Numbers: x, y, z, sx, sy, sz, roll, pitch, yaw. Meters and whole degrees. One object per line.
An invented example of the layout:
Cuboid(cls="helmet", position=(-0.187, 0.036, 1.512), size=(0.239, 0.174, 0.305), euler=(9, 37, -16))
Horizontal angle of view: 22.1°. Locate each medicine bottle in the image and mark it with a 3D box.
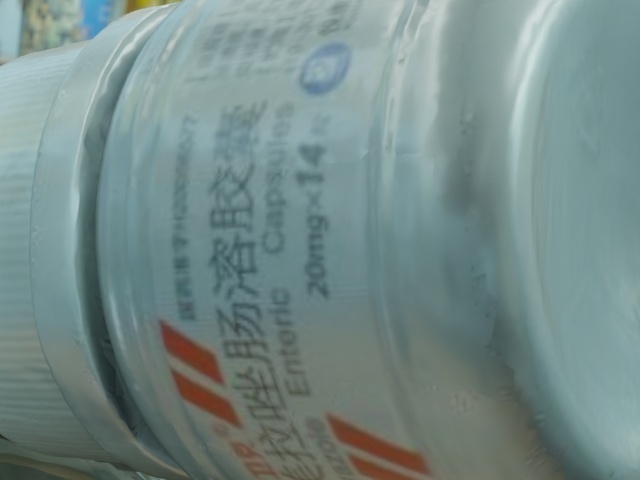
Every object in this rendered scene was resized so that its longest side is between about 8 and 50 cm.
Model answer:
Cuboid(cls="medicine bottle", position=(0.000, 0.000, 0.717), size=(0.306, 0.245, 0.245), euler=(-3, 0, 36))

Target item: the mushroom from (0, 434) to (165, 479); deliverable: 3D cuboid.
Cuboid(cls="mushroom", position=(-0.189, 0.224, 0.852), size=(0.362, 0.362, 0.294), euler=(3, -1, -26))
